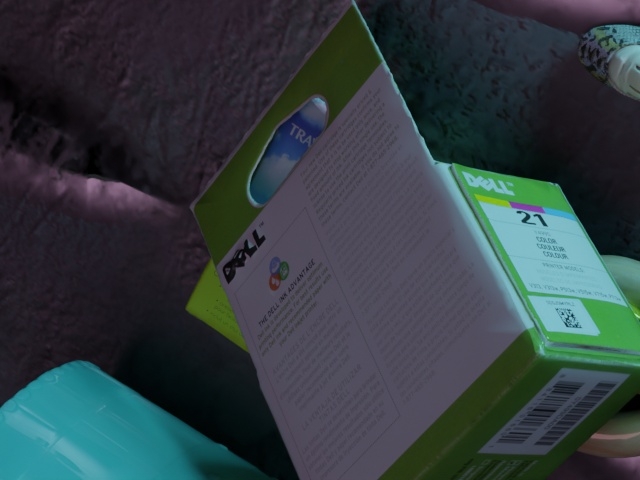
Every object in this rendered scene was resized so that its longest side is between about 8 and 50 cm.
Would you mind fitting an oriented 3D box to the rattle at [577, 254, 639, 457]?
[{"bbox_3d":[0.124,0.091,0.926,0.200,0.142,0.130,-3,127,19],"label":"rattle"}]

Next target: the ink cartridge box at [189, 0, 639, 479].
[{"bbox_3d":[0.046,0.021,0.908,0.189,0.097,0.255,-50,49,33],"label":"ink cartridge box"}]

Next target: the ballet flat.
[{"bbox_3d":[0.190,-0.086,0.876,0.114,0.041,0.041,23,118,15],"label":"ballet flat"}]

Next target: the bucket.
[{"bbox_3d":[-0.151,0.225,1.036,0.183,0.281,0.281,35,121,12],"label":"bucket"}]

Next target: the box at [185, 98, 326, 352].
[{"bbox_3d":[0.000,0.000,0.996,0.109,0.042,0.178,34,120,8],"label":"box"}]
